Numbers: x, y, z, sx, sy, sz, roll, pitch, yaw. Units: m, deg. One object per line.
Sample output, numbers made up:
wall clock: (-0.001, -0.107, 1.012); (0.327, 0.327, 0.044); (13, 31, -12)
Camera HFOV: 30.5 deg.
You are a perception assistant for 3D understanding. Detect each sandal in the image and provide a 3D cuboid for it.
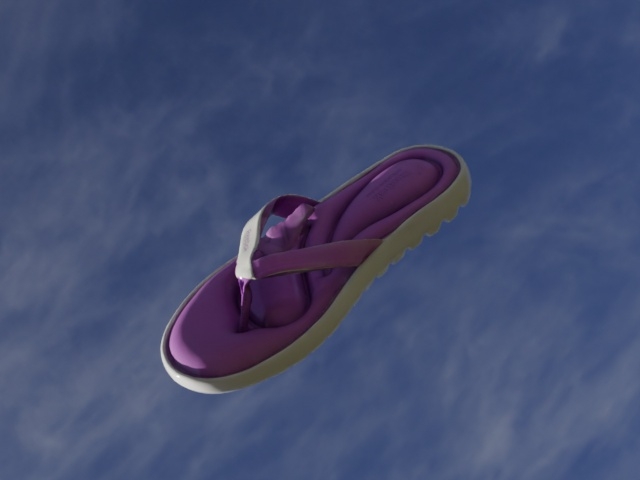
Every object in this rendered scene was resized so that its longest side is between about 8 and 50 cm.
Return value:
sandal: (-0.012, -0.003, 1.195); (0.416, 0.169, 0.102); (-40, -51, -34)
